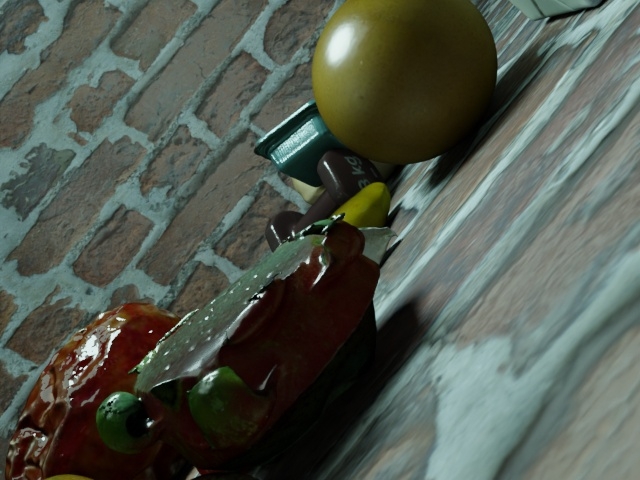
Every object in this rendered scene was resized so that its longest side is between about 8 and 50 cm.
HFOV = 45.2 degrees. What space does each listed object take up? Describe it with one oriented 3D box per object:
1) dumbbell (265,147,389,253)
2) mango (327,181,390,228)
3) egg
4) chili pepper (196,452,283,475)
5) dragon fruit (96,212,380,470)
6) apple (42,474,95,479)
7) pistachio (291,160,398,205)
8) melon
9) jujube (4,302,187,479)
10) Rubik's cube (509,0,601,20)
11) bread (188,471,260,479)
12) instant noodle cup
[{"bbox_3d":[0.009,-0.048,1.368,0.124,0.140,0.225,-1,-37,-42],"label":"dumbbell"},{"bbox_3d":[0.058,-0.030,1.161,0.161,0.076,0.103,-51,-1,-40],"label":"mango"},{"bbox_3d":[0.122,-0.240,1.083,0.250,0.250,0.322,-48,2,32],"label":"egg"},{"bbox_3d":[-0.094,0.189,0.906,0.137,0.092,0.368,-35,11,8],"label":"chili pepper"},{"bbox_3d":[-0.056,0.100,0.695,0.295,0.130,0.268,-41,13,-11],"label":"dragon fruit"},{"bbox_3d":[-0.270,0.358,0.750,0.237,0.207,0.237,-32,8,5],"label":"apple"},{"bbox_3d":[0.073,-0.196,1.543,0.318,0.193,0.214,-47,10,24],"label":"pistachio"},{"bbox_3d":[0.001,0.043,0.986,0.202,0.139,0.093,-47,29,21],"label":"melon"},{"bbox_3d":[-0.329,0.282,1.231,0.376,0.277,0.276,-65,9,-16],"label":"jujube"},{"bbox_3d":[0.309,-0.516,1.007,0.316,0.319,0.322,-50,6,10],"label":"Rubik's cube"},{"bbox_3d":[-0.105,0.246,0.657,0.119,0.067,0.192,-55,6,-34],"label":"bread"},{"bbox_3d":[-0.010,-0.164,1.375,0.157,0.070,0.179,-36,-27,21],"label":"instant noodle cup"}]
